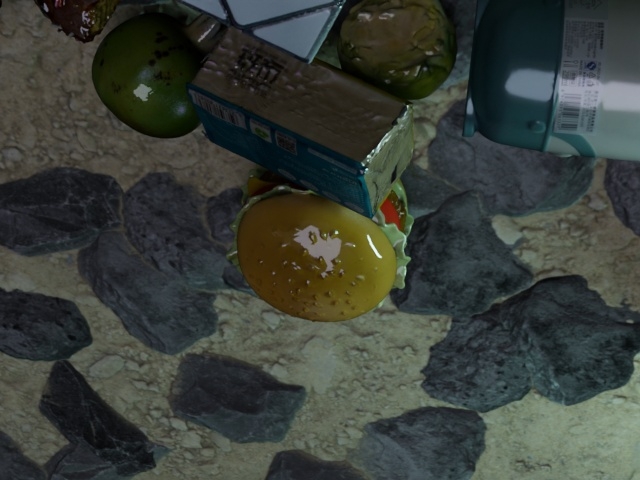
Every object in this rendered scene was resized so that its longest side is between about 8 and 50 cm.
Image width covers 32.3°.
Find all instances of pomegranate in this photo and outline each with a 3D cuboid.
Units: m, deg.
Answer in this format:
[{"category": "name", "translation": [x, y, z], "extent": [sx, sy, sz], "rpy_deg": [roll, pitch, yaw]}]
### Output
[{"category": "pomegranate", "translation": [-0.207, -0.242, 1.508], "extent": [0.209, 0.180, 0.180], "rpy_deg": [-42, 114, 13]}]

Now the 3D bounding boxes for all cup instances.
[{"category": "cup", "translation": [0.319, -0.248, 1.380], "extent": [0.257, 0.219, 0.290], "rpy_deg": [6, 100, 6]}]

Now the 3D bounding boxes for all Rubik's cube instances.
[{"category": "Rubik's cube", "translation": [-0.046, -0.376, 1.327], "extent": [0.205, 0.205, 0.207], "rpy_deg": [25, 131, -10]}]

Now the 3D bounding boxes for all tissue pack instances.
[{"category": "tissue pack", "translation": [-0.019, -0.158, 1.456], "extent": [0.270, 0.134, 0.192], "rpy_deg": [28, 168, 13]}]

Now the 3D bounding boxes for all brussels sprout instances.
[{"category": "brussels sprout", "translation": [0.105, -0.251, 1.459], "extent": [0.151, 0.149, 0.122], "rpy_deg": [40, 170, 18]}]

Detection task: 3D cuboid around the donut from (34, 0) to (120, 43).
[{"category": "donut", "translation": [-0.283, -0.376, 1.423], "extent": [0.230, 0.096, 0.216], "rpy_deg": [-33, 98, 32]}]

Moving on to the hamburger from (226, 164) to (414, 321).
[{"category": "hamburger", "translation": [0.000, 0.000, 1.628], "extent": [0.274, 0.212, 0.274], "rpy_deg": [5, 130, 6]}]

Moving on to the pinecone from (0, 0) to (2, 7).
[{"category": "pinecone", "translation": [-0.519, -0.351, 1.443], "extent": [0.221, 0.221, 0.221], "rpy_deg": [5, 130, 6]}]
